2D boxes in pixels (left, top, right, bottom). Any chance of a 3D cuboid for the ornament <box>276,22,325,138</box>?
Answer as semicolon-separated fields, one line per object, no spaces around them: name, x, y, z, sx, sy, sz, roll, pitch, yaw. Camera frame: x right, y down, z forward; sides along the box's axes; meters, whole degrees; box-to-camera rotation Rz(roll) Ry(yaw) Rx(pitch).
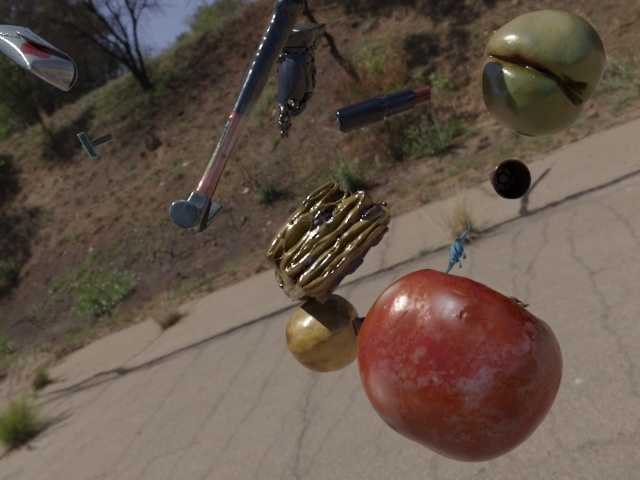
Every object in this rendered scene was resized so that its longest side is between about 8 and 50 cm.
ornament;-0.052;-0.385;1.388;0.106;0.261;0.251;5;26;8

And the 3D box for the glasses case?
glasses case;-0.772;-0.504;1.510;0.083;0.308;0.128;-61;-25;12

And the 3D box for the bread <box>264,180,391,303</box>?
bread;0.000;0.000;1.417;0.314;0.191;0.370;-47;3;-6

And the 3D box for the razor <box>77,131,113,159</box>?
razor;-0.585;-0.256;1.498;0.037;0.068;0.191;-23;17;4

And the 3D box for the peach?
peach;0.515;-0.396;1.365;0.247;0.292;0.292;0;0;-26

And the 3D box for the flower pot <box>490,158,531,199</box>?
flower pot;0.518;-0.170;1.600;0.111;0.111;0.089;-26;7;1

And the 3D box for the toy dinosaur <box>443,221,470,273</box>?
toy dinosaur;0.413;0.037;1.740;0.045;0.197;0.080;16;19;-9

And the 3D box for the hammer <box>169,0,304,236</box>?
hammer;-0.084;-0.139;0.616;0.111;0.033;0.288;133;160;-84

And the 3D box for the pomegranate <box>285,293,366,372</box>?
pomegranate;0.013;0.236;1.475;0.207;0.207;0.207;-25;12;6

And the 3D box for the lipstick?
lipstick;0.190;-0.399;1.726;0.299;0.081;0.081;-17;12;-2

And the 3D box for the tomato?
tomato;0.118;0.115;0.523;0.187;0.187;0.151;4;70;67
